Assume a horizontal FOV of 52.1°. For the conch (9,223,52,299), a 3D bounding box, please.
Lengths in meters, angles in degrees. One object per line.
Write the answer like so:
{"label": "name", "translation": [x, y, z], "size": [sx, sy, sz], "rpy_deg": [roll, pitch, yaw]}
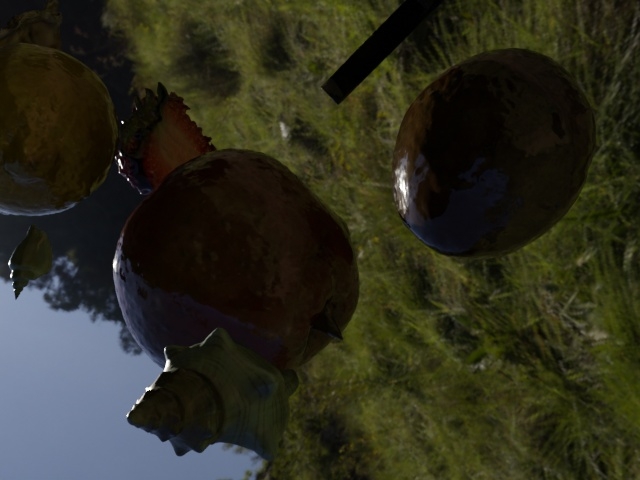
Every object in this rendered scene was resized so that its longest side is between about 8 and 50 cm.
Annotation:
{"label": "conch", "translation": [-0.671, 0.053, 1.514], "size": [0.088, 0.180, 0.065], "rpy_deg": [18, 171, -17]}

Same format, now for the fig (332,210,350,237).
{"label": "fig", "translation": [0.002, 0.000, 1.476], "size": [0.146, 0.170, 0.274], "rpy_deg": [16, 175, -9]}

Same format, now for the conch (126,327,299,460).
{"label": "conch", "translation": [-0.086, 0.152, 0.652], "size": [0.234, 0.114, 0.137], "rpy_deg": [0, -148, -35]}

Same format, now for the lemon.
{"label": "lemon", "translation": [-0.396, -0.152, 0.910], "size": [0.234, 0.233, 0.288], "rpy_deg": [25, -160, -29]}

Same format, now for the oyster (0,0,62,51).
{"label": "oyster", "translation": [-0.701, -0.457, 1.585], "size": [0.111, 0.204, 0.396], "rpy_deg": [4, -152, -1]}

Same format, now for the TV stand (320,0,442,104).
{"label": "TV stand", "translation": [0.106, -0.341, 1.130], "size": [0.049, 0.256, 0.040], "rpy_deg": [45, -158, -8]}

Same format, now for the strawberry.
{"label": "strawberry", "translation": [-0.347, -0.177, 1.453], "size": [0.138, 0.233, 0.306], "rpy_deg": [4, 152, 21]}

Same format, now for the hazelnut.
{"label": "hazelnut", "translation": [0.333, -0.160, 1.259], "size": [0.353, 0.420, 0.421], "rpy_deg": [16, -175, 24]}

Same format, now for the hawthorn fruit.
{"label": "hawthorn fruit", "translation": [-0.117, 0.062, 1.073], "size": [0.403, 0.402, 0.403], "rpy_deg": [30, -168, -7]}
